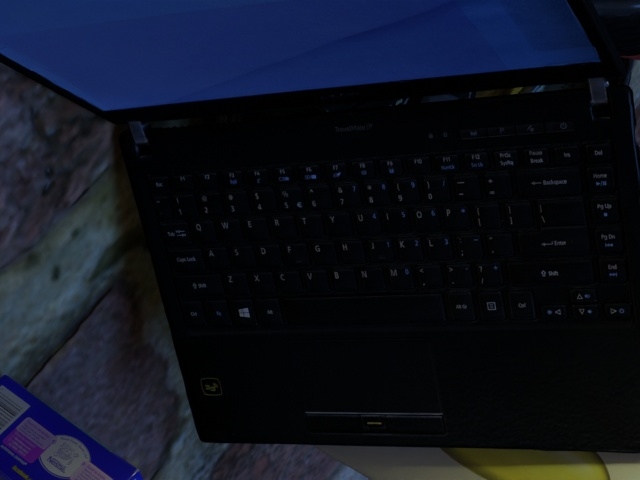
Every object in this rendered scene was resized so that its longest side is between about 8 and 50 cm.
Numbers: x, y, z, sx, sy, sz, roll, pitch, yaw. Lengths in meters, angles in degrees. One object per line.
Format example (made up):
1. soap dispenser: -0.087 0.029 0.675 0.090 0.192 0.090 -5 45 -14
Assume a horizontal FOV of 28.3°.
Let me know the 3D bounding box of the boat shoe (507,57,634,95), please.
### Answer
1. boat shoe: 0.146 -0.062 0.868 0.223 0.080 0.073 -57 -176 -17

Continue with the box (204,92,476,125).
1. box: 0.009 -0.024 0.694 0.147 0.077 0.180 -31 137 -45

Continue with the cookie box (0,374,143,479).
1. cookie box: -0.114 0.125 0.588 0.040 0.092 0.107 -45 146 -27

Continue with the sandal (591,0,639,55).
1. sandal: 0.084 -0.141 0.570 0.445 0.167 0.107 -6 90 -28

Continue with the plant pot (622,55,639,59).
1. plant pot: 0.268 -0.250 0.796 0.275 0.275 0.243 -25 121 -50

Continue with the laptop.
1. laptop: 0.000 0.000 0.497 0.136 0.234 0.264 -49 132 -58

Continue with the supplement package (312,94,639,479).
1. supplement package: 0.126 0.056 0.655 0.149 0.203 0.194 16 97 -62
